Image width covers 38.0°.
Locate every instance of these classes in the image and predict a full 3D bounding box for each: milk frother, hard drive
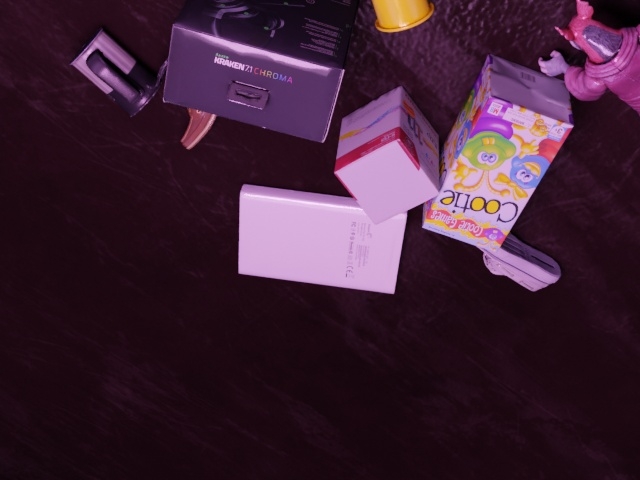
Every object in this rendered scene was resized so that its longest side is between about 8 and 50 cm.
[{"bbox_3d":[-0.316,-0.303,1.549,0.135,0.129,0.143,41,81,-23],"label":"milk frother"},{"bbox_3d":[0.000,0.000,1.770,0.308,0.040,0.203,8,130,3],"label":"hard drive"}]

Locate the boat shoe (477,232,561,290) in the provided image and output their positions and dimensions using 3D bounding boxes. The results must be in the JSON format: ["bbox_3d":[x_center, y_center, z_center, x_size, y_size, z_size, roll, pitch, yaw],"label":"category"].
[{"bbox_3d":[0.339,0.033,1.714,0.226,0.083,0.076,31,126,-17],"label":"boat shoe"}]

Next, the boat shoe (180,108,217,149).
[{"bbox_3d":[-0.198,-0.235,1.598,0.060,0.064,0.178,32,121,-10],"label":"boat shoe"}]

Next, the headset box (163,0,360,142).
[{"bbox_3d":[-0.081,-0.290,1.387,0.246,0.283,0.131,14,130,-3],"label":"headset box"}]

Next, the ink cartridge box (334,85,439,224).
[{"bbox_3d":[0.114,-0.144,1.546,0.127,0.176,0.128,-27,121,25],"label":"ink cartridge box"}]

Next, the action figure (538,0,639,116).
[{"bbox_3d":[0.484,-0.225,1.372,0.370,0.275,0.248,20,137,-26],"label":"action figure"}]

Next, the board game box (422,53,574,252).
[{"bbox_3d":[0.286,-0.140,1.541,0.144,0.142,0.275,18,130,-6],"label":"board game box"}]

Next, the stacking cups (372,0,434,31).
[{"bbox_3d":[0.084,-0.462,1.341,0.096,0.096,0.316,-9,126,16],"label":"stacking cups"}]
